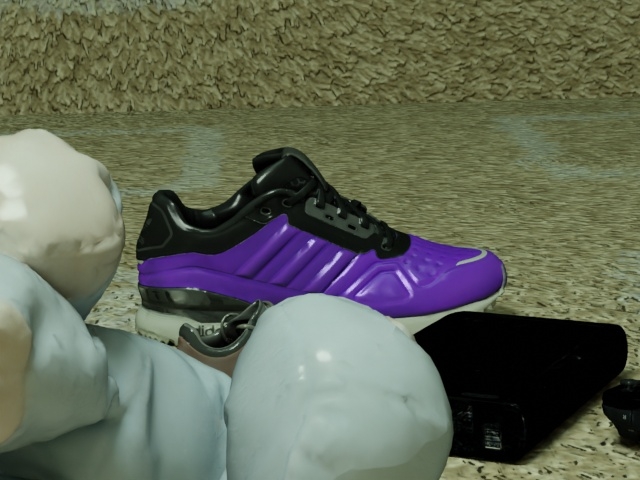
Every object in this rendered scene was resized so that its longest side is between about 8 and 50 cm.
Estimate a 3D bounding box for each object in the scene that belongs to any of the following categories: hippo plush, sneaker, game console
[{"bbox_3d":[-0.070,0.119,0.744,0.237,0.294,0.234,17,56,-1],"label":"hippo plush"},{"bbox_3d":[-0.026,0.072,1.184,0.158,0.064,0.061,-7,12,-24],"label":"sneaker"},{"bbox_3d":[0.209,0.096,1.091,0.361,0.044,0.213,5,13,25],"label":"game console"},{"bbox_3d":[0.000,0.000,1.336,0.293,0.146,0.102,-3,11,-4],"label":"sneaker"}]
